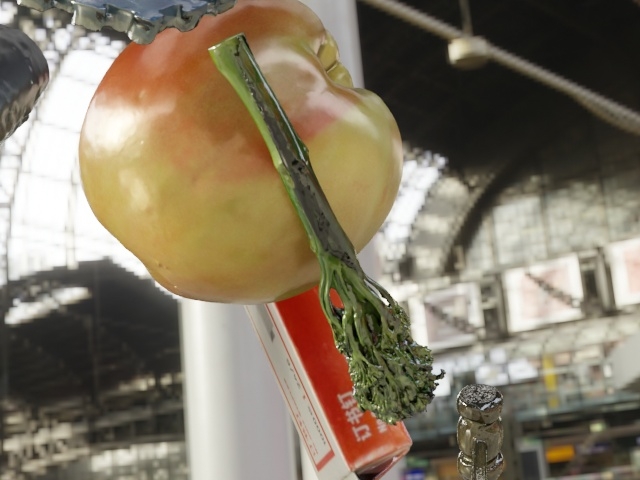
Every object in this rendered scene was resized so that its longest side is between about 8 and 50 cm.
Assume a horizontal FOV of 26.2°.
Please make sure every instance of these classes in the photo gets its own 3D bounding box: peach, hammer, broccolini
[{"bbox_3d":[-0.049,-0.049,0.793,0.184,0.184,0.184,-5,-16,-1],"label":"peach"},{"bbox_3d":[0.080,0.176,0.693,0.029,0.058,0.292,-2,28,8],"label":"hammer"},{"bbox_3d":[0.000,0.000,0.715,0.054,0.051,0.239,-2,-53,41],"label":"broccolini"}]

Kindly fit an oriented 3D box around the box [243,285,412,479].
[{"bbox_3d":[-0.010,0.067,0.957,0.050,0.229,0.123,-22,-12,-12],"label":"box"}]

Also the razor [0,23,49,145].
[{"bbox_3d":[-0.342,-0.087,1.060,0.189,0.327,0.107,17,-54,1],"label":"razor"}]

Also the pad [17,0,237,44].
[{"bbox_3d":[-0.104,-0.148,0.563,0.269,0.012,0.269,19,29,20],"label":"pad"}]
